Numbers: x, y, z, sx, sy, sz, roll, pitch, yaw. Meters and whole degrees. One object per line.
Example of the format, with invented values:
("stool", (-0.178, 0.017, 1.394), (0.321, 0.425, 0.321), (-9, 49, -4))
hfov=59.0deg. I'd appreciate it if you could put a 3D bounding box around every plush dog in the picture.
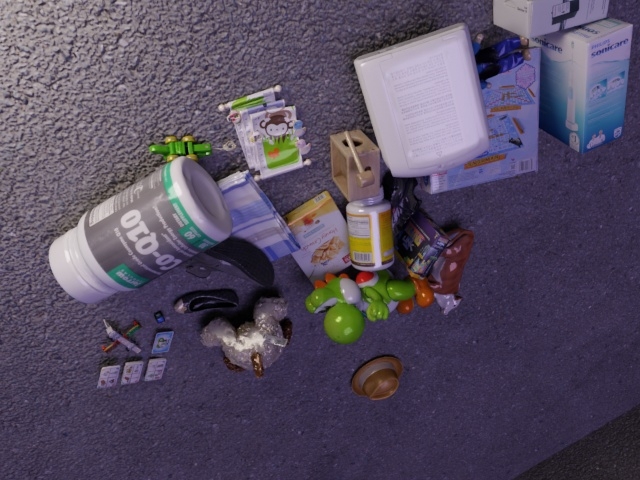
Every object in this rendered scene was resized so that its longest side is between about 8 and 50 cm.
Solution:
("plush dog", (-0.176, 0.299, 1.599), (0.262, 0.210, 0.225), (-25, 157, -2))

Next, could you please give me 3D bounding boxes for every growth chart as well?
("growth chart", (-0.118, -0.248, 1.331), (0.172, 0.021, 0.237), (-25, 129, -5))

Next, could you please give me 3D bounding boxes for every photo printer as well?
("photo printer", (0.240, -0.300, 1.286), (0.256, 0.107, 0.307), (-16, 113, 11))

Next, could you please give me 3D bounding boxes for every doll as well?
("doll", (0.392, -0.420, 1.323), (0.189, 0.046, 0.129), (-25, 115, -2))

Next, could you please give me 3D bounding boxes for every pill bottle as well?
("pill bottle", (-0.394, -0.014, 1.245), (0.361, 0.204, 0.204), (-29, 130, 12))
("pill bottle", (0.130, -0.036, 1.485), (0.117, 0.117, 0.215), (-11, 108, -15))

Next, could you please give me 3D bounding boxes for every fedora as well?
("fedora", (0.205, 0.487, 1.938), (0.194, 0.079, 0.194), (-11, 126, -15))

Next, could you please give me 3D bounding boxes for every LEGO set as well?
("LEGO set", (-0.505, 0.290, 1.547), (0.182, 0.060, 0.244), (-1, 125, -36))

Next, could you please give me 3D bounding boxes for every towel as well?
("towel", (-0.199, -0.033, 1.406), (0.209, 0.034, 0.285), (-22, 130, 15))

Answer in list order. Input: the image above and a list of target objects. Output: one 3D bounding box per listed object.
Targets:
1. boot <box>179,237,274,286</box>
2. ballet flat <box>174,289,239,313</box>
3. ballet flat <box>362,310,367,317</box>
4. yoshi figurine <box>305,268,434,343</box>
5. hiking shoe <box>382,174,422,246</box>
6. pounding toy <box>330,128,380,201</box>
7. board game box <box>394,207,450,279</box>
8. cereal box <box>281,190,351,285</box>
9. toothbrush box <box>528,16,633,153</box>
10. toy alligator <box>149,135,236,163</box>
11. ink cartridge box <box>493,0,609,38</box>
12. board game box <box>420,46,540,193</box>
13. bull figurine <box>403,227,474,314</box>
("boot", (-0.250, 0.058, 1.435), (0.246, 0.083, 0.161), (34, 138, -30))
("ballet flat", (-0.306, 0.167, 1.524), (0.173, 0.049, 0.057), (-9, 124, -17))
("ballet flat", (0.091, 0.171, 1.690), (0.213, 0.072, 0.068), (29, 81, -36))
("yoshi figurine", (0.134, 0.194, 1.564), (0.362, 0.203, 0.203), (-4, 115, -29))
("hiking shoe", (0.226, -0.077, 1.549), (0.114, 0.086, 0.227), (-9, 127, -16))
("pounding toy", (0.100, -0.186, 1.344), (0.094, 0.206, 0.181), (-14, 127, -13))
("board game box", (0.268, 0.003, 1.568), (0.048, 0.170, 0.141), (17, 114, -29))
("cereal box", (0.000, 0.000, 1.534), (0.173, 0.047, 0.240), (-32, 129, 2))
("toothbrush box", (0.634, -0.401, 1.408), (0.126, 0.216, 0.295), (-24, 128, -6))
("toy alligator", (-0.288, -0.200, 1.278), (0.190, 0.056, 0.051), (-6, 167, -20))
("ink cartridge box", (0.526, -0.546, 1.303), (0.208, 0.153, 0.087), (-17, 127, -9))
("board game box", (0.400, -0.304, 1.430), (0.319, 0.066, 0.318), (-12, 112, -14))
("bull figurine", (0.365, 0.093, 1.715), (0.188, 0.101, 0.310), (-4, 125, -18))
